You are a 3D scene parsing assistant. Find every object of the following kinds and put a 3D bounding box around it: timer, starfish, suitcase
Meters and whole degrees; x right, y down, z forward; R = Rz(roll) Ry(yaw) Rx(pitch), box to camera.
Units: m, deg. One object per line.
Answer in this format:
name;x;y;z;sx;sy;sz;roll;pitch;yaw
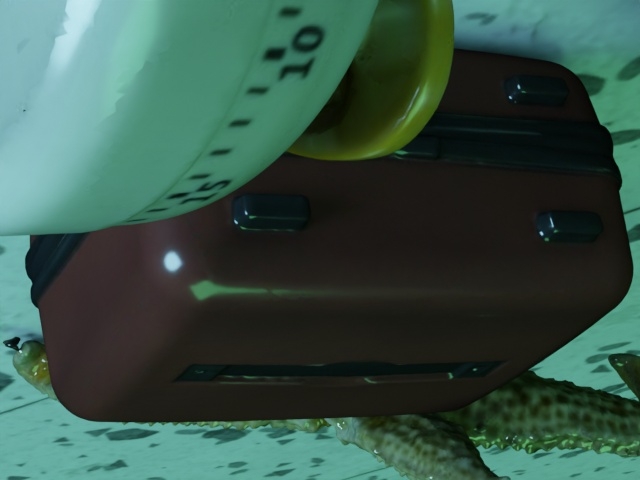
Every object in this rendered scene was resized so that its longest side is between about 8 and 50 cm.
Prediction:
timer;-0.092;-0.116;0.407;0.240;0.233;0.233;-5;158;-40
starfish;0.028;0.102;1.052;0.432;0.082;0.324;5;-171;38
suitcase;0.000;0.000;0.808;0.297;0.161;0.236;1;155;-27
